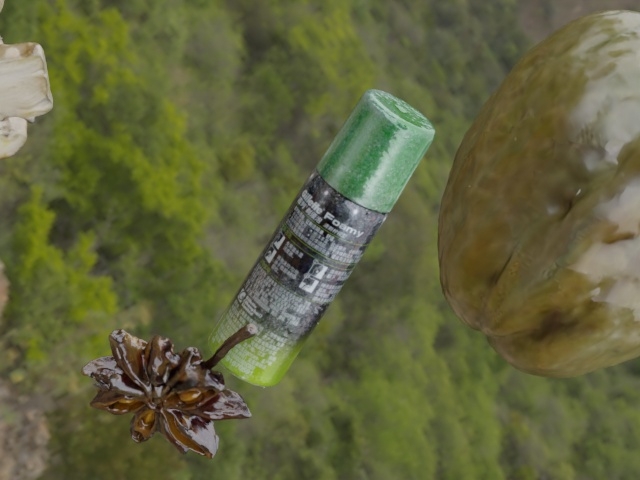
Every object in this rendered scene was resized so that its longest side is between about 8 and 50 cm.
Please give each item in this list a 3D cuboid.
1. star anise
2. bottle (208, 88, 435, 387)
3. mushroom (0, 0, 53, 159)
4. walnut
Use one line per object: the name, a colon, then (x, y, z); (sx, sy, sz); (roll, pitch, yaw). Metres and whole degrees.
star anise: (-0.134, 0.154, 1.525); (0.073, 0.234, 0.177); (-61, 137, -41)
bottle: (0.000, 0.000, 1.552); (0.093, 0.330, 0.093); (29, 19, -11)
mushroom: (-0.374, -0.213, 1.592); (0.285, 0.156, 0.151); (99, -18, -61)
walnut: (0.210, -0.033, 1.106); (0.227, 0.283, 0.283); (39, 30, -4)
